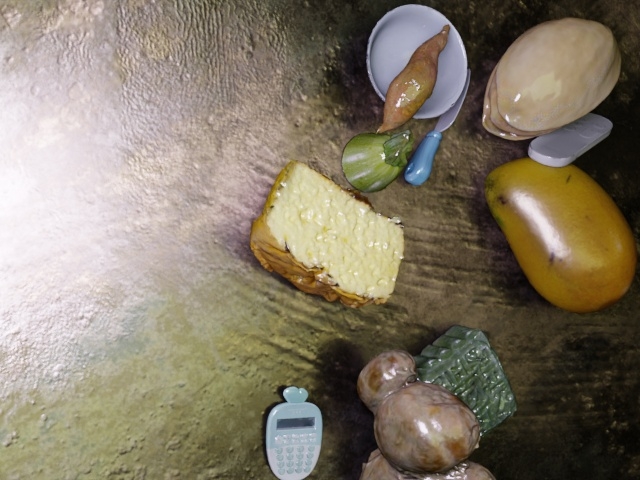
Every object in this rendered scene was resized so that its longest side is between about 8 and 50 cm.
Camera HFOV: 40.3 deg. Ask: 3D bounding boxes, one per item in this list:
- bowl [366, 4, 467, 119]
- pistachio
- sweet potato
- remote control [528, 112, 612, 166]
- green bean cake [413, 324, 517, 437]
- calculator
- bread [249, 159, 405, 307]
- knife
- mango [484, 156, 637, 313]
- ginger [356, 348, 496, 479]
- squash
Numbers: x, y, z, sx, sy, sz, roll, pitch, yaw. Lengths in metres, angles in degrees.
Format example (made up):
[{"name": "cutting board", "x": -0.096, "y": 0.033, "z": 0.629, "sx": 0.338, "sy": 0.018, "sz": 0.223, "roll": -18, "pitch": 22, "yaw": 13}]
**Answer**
[{"name": "bowl", "x": 0.145, "y": -0.290, "z": 1.463, "sx": 0.189, "sy": 0.086, "sz": 0.189, "roll": 1, "pitch": 88, "yaw": -22}, {"name": "pistachio", "x": 0.408, "y": -0.290, "z": 1.535, "sx": 0.293, "sy": 0.162, "sz": 0.181, "roll": -37, "pitch": 88, "yaw": -20}, {"name": "sweet potato", "x": 0.158, "y": -0.262, "z": 1.388, "sx": 0.068, "sy": 0.068, "sz": 0.226, "roll": 36, "pitch": 75, "yaw": -19}, {"name": "remote control", "x": 0.452, "y": -0.183, "z": 1.569, "sx": 0.245, "sy": 0.077, "sz": 0.022, "roll": -30, "pitch": 137, "yaw": -44}, {"name": "green bean cake", "x": 0.234, "y": 0.255, "z": 1.484, "sx": 0.181, "sy": 0.094, "sz": 0.173, "roll": -31, "pitch": 101, "yaw": -20}, {"name": "calculator", "x": -0.042, "y": 0.310, "z": 1.401, "sx": 0.095, "sy": 0.021, "sz": 0.153, "roll": 1, "pitch": 89, "yaw": -24}, {"name": "bread", "x": -0.004, "y": 0.000, "z": 1.364, "sx": 0.260, "sy": 0.147, "sz": 0.160, "roll": 26, "pitch": 70, "yaw": -27}, {"name": "knife", "x": 0.213, "y": -0.201, "z": 1.506, "sx": 0.032, "sy": 0.058, "sz": 0.244, "roll": 34, "pitch": 77, "yaw": -18}, {"name": "mango", "x": 0.424, "y": -0.018, "z": 1.539, "sx": 0.211, "sy": 0.173, "sz": 0.317, "roll": -41, "pitch": 92, "yaw": -16}, {"name": "ginger", "x": 0.157, "y": 0.321, "z": 1.357, "sx": 0.155, "sy": 0.244, "sz": 0.304, "roll": -20, "pitch": 110, "yaw": -41}, {"name": "squash", "x": 0.108, "y": -0.134, "z": 1.417, "sx": 0.105, "sy": 0.132, "sz": 0.105, "roll": 2, "pitch": 86, "yaw": -24}]
